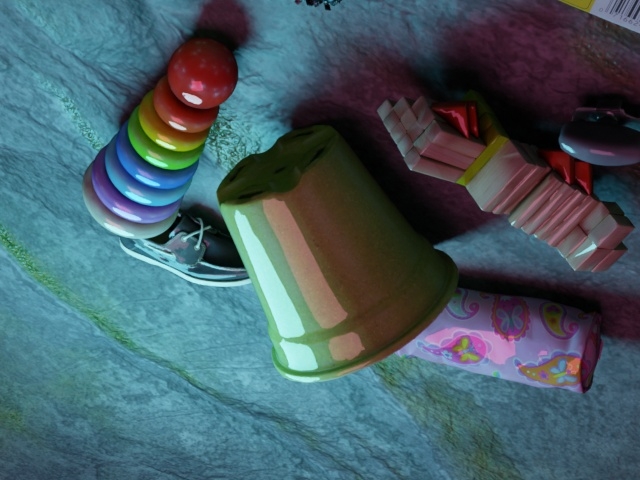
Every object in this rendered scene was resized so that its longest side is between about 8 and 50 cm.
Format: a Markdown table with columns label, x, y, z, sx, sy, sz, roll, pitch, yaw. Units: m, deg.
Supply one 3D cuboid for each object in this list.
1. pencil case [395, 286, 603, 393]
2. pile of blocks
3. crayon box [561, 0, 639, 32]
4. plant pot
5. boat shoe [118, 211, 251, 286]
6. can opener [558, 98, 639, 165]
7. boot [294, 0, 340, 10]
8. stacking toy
| label | x | y | z | sx | sy | sz | roll | pitch | yaw |
| --- | --- | --- | --- | --- | --- | --- | --- | --- | --- |
| pencil case | 0.242 | 0.129 | 2.212 | 0.284 | 0.124 | 0.124 | 9 | 141 | 20 |
| pile of blocks | 0.246 | -0.095 | 1.945 | 0.362 | 0.149 | 0.112 | 31 | 118 | -22 |
| crayon box | 0.340 | -0.351 | 1.596 | 0.202 | 0.081 | 0.318 | 23 | 144 | 1 |
| plant pot | 0.000 | 0.000 | 2.087 | 0.276 | 0.276 | 0.254 | -12 | 119 | 38 |
| boat shoe | -0.186 | 0.004 | 2.306 | 0.233 | 0.084 | 0.079 | 17 | 143 | 13 |
| can opener | 0.419 | -0.112 | 1.848 | 0.280 | 0.093 | 0.074 | 2 | 138 | 19 |
| boot | -0.024 | -0.319 | 1.857 | 0.099 | 0.045 | 0.121 | 13 | 149 | 17 |
| stacking toy | -0.199 | -0.141 | 2.105 | 0.141 | 0.141 | 0.330 | 30 | 139 | -8 |
